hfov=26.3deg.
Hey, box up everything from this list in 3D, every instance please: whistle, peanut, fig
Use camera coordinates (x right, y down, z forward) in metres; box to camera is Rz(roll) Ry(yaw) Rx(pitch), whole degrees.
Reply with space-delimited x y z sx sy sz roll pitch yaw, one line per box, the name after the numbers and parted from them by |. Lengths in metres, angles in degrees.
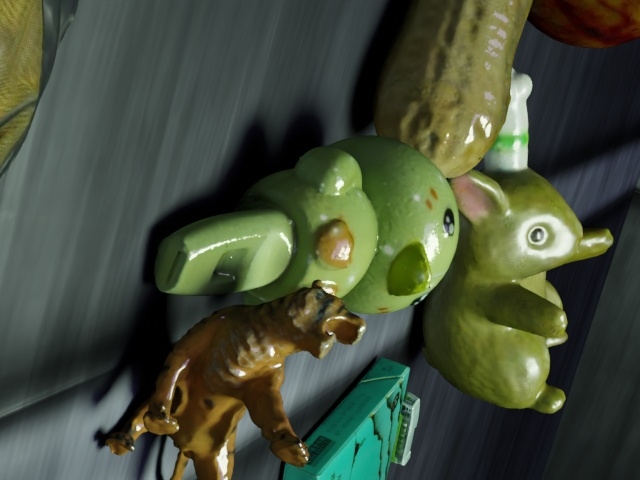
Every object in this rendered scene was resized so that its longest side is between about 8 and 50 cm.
0.009 0.005 0.952 0.294 0.141 0.141 -31 137 -61 | whistle
0.113 -0.163 1.131 0.120 0.110 0.236 36 66 -49 | peanut
0.280 -0.304 1.332 0.235 0.214 0.235 -164 -90 -82 | fig

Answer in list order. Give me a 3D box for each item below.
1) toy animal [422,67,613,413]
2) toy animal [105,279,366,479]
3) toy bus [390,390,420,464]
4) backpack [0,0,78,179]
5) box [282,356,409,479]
0.212 0.013 1.462 0.181 0.180 0.363 -59 161 -50 | toy animal
-0.079 0.125 0.915 0.255 0.114 0.116 -55 -169 45 | toy animal
0.088 0.209 1.537 0.031 0.037 0.083 -40 145 -58 | toy bus
-0.157 -0.081 0.414 0.258 0.133 0.206 -62 152 -42 | backpack
0.019 0.234 1.356 0.226 0.042 0.161 -41 147 -56 | box
